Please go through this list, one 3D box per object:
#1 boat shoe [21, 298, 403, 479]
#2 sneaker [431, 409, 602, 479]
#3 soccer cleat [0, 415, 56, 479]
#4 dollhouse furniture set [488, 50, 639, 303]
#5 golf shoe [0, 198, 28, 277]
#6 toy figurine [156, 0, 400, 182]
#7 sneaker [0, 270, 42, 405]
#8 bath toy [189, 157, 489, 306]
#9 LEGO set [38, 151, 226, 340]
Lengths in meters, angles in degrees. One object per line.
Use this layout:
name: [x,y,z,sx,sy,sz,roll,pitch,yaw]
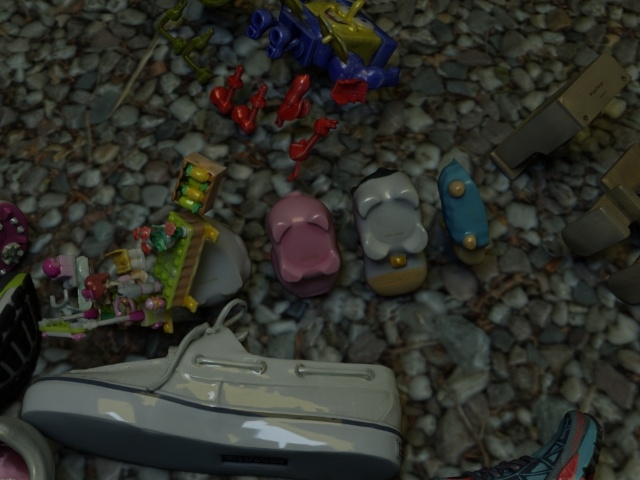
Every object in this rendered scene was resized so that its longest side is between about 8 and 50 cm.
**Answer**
boat shoe: [-0.098,0.137,0.922,0.366,0.136,0.157,5,58,-1]
sneaker: [0.166,0.246,0.877,0.125,0.104,0.262,34,63,21]
soccer cleat: [-0.289,0.311,0.786,0.115,0.143,0.332,-3,68,-4]
dollhouse furniture set: [0.344,-0.071,1.087,0.242,0.161,0.212,47,66,0]
golf shoe: [-0.472,0.038,1.005,0.306,0.115,0.140,-36,54,-28]
toy figurine: [-0.019,-0.249,1.198,0.217,0.191,0.362,-9,45,-42]
sneaker: [-0.382,0.134,0.919,0.121,0.111,0.300,14,44,14]
bath toy: [0.000,0.000,1.018,0.348,0.152,0.129,-10,23,-3]
LEGO set: [-0.195,0.030,0.912,0.107,0.287,0.132,-9,72,-46]
